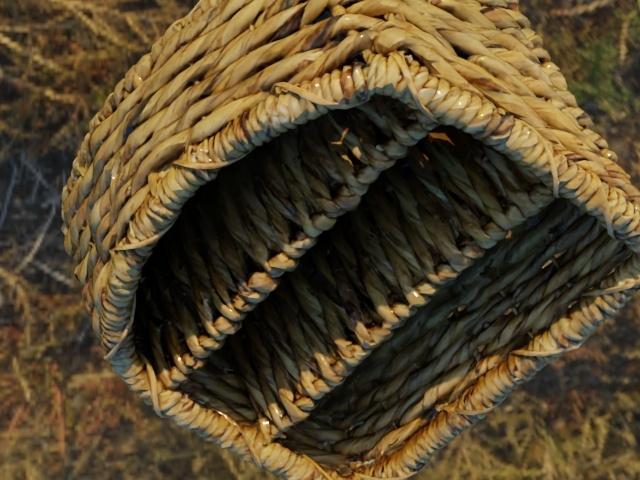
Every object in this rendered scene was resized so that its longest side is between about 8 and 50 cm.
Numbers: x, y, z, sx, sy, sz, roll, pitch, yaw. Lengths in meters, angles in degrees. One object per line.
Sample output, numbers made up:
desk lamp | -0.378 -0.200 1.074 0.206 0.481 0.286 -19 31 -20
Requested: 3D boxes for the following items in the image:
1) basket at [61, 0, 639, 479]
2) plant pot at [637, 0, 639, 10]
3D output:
basket | 0.000 0.000 0.697 0.213 0.223 0.299 6 141 -44
plant pot | 0.164 -0.100 0.418 0.083 0.083 0.079 5 140 -17
